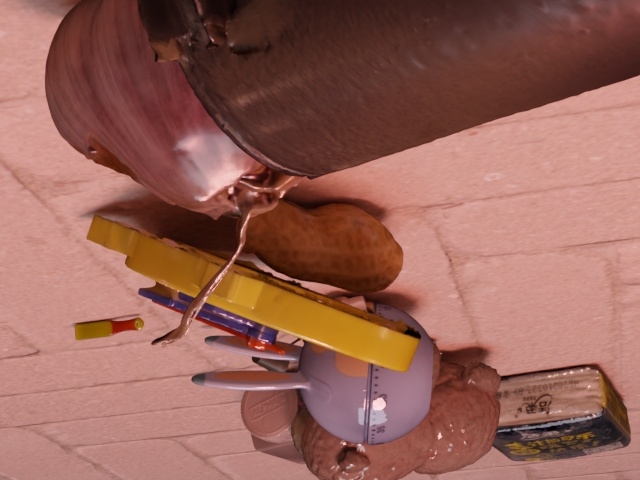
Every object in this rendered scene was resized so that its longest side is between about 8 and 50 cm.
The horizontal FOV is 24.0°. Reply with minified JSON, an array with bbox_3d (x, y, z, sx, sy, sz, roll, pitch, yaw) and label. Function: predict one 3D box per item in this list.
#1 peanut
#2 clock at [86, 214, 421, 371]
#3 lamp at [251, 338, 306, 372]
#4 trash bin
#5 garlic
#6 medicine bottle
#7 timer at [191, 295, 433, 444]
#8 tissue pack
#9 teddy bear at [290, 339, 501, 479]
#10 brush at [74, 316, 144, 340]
[{"bbox_3d":[0.000,0.000,1.375,0.174,0.080,0.080,14,154,-30],"label":"peanut"},{"bbox_3d":[-0.051,0.065,1.371,0.293,0.071,0.277,20,180,-35],"label":"clock"},{"bbox_3d":[-0.039,0.132,1.796,0.054,0.041,0.121,23,152,-35],"label":"lamp"},{"bbox_3d":[0.091,-0.162,0.748,0.301,0.203,0.252,-17,174,34],"label":"trash bin"},{"bbox_3d":[-0.065,-0.072,0.989,0.207,0.257,0.207,0,-156,0],"label":"garlic"},{"bbox_3d":[-0.022,0.237,2.008,0.132,0.088,0.188,-14,158,24],"label":"medicine bottle"},{"bbox_3d":[0.009,0.125,1.660,0.255,0.175,0.175,26,156,-4],"label":"timer"},{"bbox_3d":[0.329,0.252,2.129,0.185,0.081,0.257,-11,159,16],"label":"tissue pack"},{"bbox_3d":[0.100,0.222,1.886,0.267,0.151,0.236,-11,135,-32],"label":"teddy bear"},{"bbox_3d":[-0.233,0.098,1.683,0.083,0.019,0.021,-9,169,16],"label":"brush"}]
